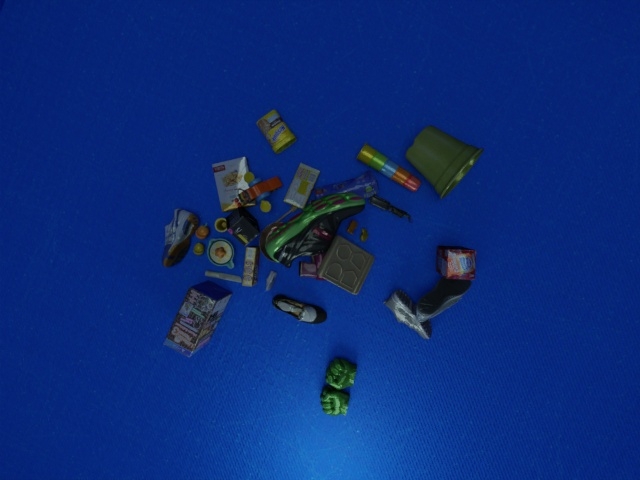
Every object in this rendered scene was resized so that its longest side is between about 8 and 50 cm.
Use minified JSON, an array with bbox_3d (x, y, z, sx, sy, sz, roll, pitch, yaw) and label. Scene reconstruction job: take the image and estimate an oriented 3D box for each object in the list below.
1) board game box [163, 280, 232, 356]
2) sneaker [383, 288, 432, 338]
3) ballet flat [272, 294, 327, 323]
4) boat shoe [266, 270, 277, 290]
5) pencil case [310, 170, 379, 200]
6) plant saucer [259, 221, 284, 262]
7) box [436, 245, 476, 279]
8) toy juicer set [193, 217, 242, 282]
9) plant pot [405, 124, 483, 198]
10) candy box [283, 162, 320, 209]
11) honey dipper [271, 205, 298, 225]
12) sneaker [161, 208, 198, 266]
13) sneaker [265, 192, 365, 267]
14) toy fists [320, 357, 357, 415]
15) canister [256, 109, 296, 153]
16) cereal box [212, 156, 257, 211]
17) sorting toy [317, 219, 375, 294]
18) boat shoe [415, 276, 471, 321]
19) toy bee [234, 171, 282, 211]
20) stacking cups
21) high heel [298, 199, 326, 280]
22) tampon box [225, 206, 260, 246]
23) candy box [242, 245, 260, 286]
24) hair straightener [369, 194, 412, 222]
[{"bbox_3d":[-0.572,0.361,1.896,0.141,0.232,0.291,27,94,4],"label":"board game box"},{"bbox_3d":[0.418,0.356,1.897,0.281,0.105,0.115,50,129,-2],"label":"sneaker"},{"bbox_3d":[-0.106,0.341,1.923,0.280,0.096,0.095,17,93,4],"label":"ballet flat"},{"bbox_3d":[-0.248,0.195,1.965,0.035,0.035,0.100,27,99,31],"label":"boat shoe"},{"bbox_3d":[0.116,-0.229,1.872,0.306,0.133,0.119,-18,123,5],"label":"pencil case"},{"bbox_3d":[-0.197,0.009,1.948,0.198,0.036,0.199,0,94,4],"label":"plant saucer"},{"bbox_3d":[0.595,0.093,1.775,0.122,0.257,0.128,3,93,6],"label":"box"},{"bbox_3d":[-0.519,0.065,1.952,0.209,0.089,0.329,-11,92,5],"label":"toy juicer set"},{"bbox_3d":[0.529,-0.367,1.780,0.254,0.276,0.276,41,95,14],"label":"plant pot"},{"bbox_3d":[-0.088,-0.259,1.918,0.105,0.027,0.206,23,84,5],"label":"candy box"},{"bbox_3d":[-0.172,-0.122,1.948,0.160,0.030,0.030,-38,89,9],"label":"honey dipper"},{"bbox_3d":[-0.713,-0.015,1.971,0.131,0.112,0.296,29,93,21],"label":"sneaker"},{"bbox_3d":[-0.010,-0.050,1.768,0.482,0.185,0.202,-31,115,7],"label":"sneaker"},{"bbox_3d":[0.079,0.706,1.923,0.142,0.096,0.279,13,95,5],"label":"toy fists"},{"bbox_3d":[-0.212,-0.520,1.912,0.126,0.073,0.170,-35,87,5],"label":"canister"},{"bbox_3d":[-0.418,-0.271,1.950,0.173,0.047,0.240,-13,91,4],"label":"cereal box"},{"bbox_3d":[0.141,0.074,1.893,0.229,0.041,0.307,30,80,-16],"label":"sorting toy"},{"bbox_3d":[0.560,0.260,1.835,0.320,0.103,0.118,-33,59,-23],"label":"boat shoe"},{"bbox_3d":[-0.322,-0.226,1.860,0.162,0.298,0.195,-26,73,37],"label":"toy bee"},{"bbox_3d":[0.318,-0.329,1.866,0.316,0.096,0.096,35,95,2],"label":"stacking cups"},{"bbox_3d":[0.000,0.000,1.910,0.181,0.127,0.377,5,94,-12],"label":"high heel"},{"bbox_3d":[-0.366,-0.071,1.880,0.101,0.161,0.120,-40,117,6],"label":"tampon box"},{"bbox_3d":[-0.332,0.121,1.928,0.053,0.109,0.187,5,92,4],"label":"candy box"},{"bbox_3d":[0.330,-0.140,1.875,0.230,0.089,0.047,31,112,0],"label":"hair straightener"}]
